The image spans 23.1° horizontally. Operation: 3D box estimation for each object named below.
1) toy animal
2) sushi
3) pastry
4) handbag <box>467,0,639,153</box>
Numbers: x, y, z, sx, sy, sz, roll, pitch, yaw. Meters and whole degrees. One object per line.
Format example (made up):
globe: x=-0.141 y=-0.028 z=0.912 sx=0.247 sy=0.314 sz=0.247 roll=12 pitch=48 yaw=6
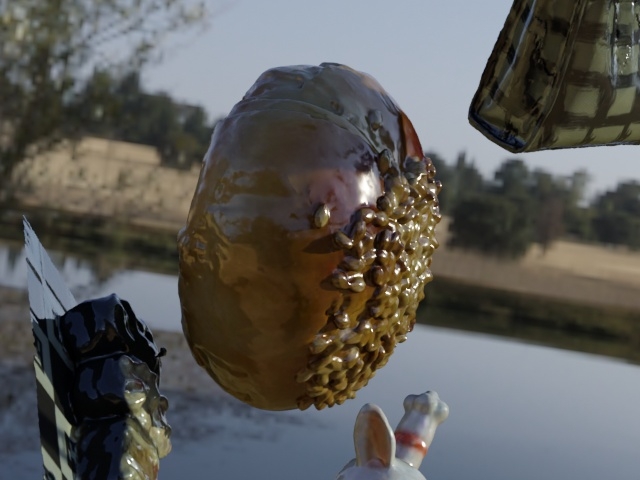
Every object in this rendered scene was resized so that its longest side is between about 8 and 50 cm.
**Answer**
toy animal: x=0.054 y=0.271 z=1.443 sx=0.138 sy=0.282 sz=0.140 roll=32 pitch=-7 yaw=27
sushi: x=-0.202 y=0.179 z=1.662 sx=0.100 sy=0.373 sz=0.296 roll=-19 pitch=-45 yaw=4
pastry: x=0.000 y=0.000 z=1.769 sx=0.245 sy=0.409 sz=0.409 roll=13 pitch=2 yaw=17
handbag: x=0.407 y=-0.290 z=2.275 sx=0.325 sy=0.327 sz=0.162 roll=-7 pitch=35 yaw=-39
